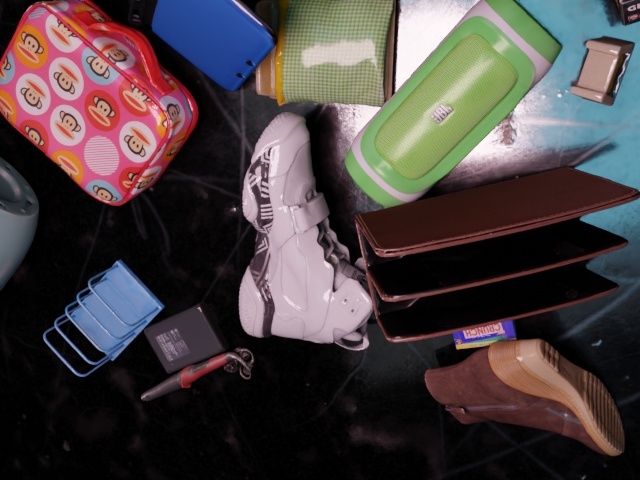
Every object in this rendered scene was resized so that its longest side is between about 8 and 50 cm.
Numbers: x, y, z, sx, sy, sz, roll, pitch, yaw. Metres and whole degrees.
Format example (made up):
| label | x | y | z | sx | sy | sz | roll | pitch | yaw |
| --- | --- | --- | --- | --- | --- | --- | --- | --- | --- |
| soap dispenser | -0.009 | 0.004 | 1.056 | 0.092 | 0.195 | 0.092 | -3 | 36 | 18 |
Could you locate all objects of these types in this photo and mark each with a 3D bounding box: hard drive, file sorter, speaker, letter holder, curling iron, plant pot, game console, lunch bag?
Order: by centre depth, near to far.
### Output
| label | x | y | z | sx | sy | sz | roll | pitch | yaw |
| --- | --- | --- | --- | --- | --- | --- | --- | --- | --- |
| letter holder | 0.214 | 0.025 | 0.829 | 0.302 | 0.214 | 0.152 | -13 | 103 | -2 |
| speaker | 0.166 | -0.177 | 0.889 | 0.131 | 0.131 | 0.296 | 45 | 115 | 2 |
| game console | -0.160 | -0.361 | 0.897 | 0.173 | 0.293 | 0.250 | 5 | 87 | -19 |
| lunch bag | -0.343 | -0.227 | 1.045 | 0.293 | 0.120 | 0.258 | 43 | 124 | -2 |
| plant pot | -0.629 | -0.030 | 1.146 | 0.235 | 0.293 | 0.293 | -43 | 89 | 9 |
| hard drive | -0.239 | 0.174 | 1.201 | 0.135 | 0.022 | 0.094 | -25 | 97 | 25 |
| file sorter | -0.389 | 0.143 | 1.201 | 0.118 | 0.104 | 0.170 | 47 | 115 | 1 |
| curling iron | -0.226 | 0.249 | 1.205 | 0.274 | 0.035 | 0.068 | -25 | 123 | 27 |

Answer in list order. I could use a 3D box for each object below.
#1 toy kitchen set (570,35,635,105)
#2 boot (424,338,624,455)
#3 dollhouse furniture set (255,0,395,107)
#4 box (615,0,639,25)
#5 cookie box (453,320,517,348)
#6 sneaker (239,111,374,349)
| label | x | y | z | sx | sy | sz | roll | pitch | yaw |
| --- | --- | --- | --- | --- | --- | --- | --- | --- | --- |
| toy kitchen set | 0.436 | -0.224 | 0.802 | 0.207 | 0.122 | 0.166 | 26 | 115 | 33 |
| boot | 0.303 | 0.244 | 1.007 | 0.248 | 0.090 | 0.207 | 45 | 135 | -15 |
| dollhouse furniture set | -0.011 | -0.322 | 0.893 | 0.198 | 0.151 | 0.301 | 6 | 108 | 18 |
| box | 0.392 | -0.361 | 0.732 | 0.175 | 0.051 | 0.220 | -13 | 68 | 24 |
| cookie box | 0.235 | 0.100 | 0.996 | 0.092 | 0.040 | 0.107 | -11 | 103 | 21 |
| sneaker | 0.000 | 0.000 | 1.003 | 0.210 | 0.137 | 0.365 | 14 | 115 | 14 |
